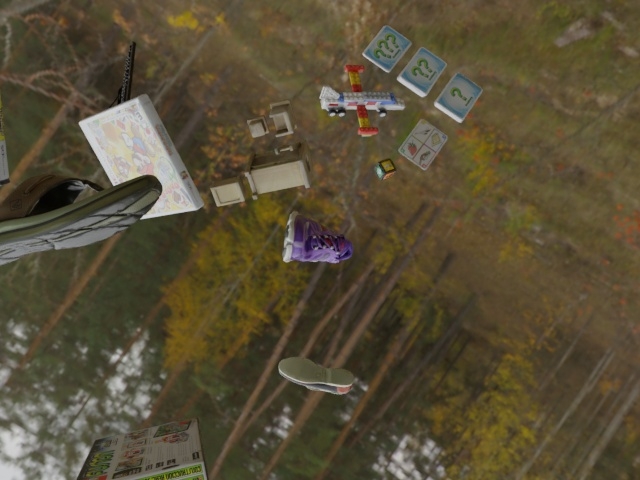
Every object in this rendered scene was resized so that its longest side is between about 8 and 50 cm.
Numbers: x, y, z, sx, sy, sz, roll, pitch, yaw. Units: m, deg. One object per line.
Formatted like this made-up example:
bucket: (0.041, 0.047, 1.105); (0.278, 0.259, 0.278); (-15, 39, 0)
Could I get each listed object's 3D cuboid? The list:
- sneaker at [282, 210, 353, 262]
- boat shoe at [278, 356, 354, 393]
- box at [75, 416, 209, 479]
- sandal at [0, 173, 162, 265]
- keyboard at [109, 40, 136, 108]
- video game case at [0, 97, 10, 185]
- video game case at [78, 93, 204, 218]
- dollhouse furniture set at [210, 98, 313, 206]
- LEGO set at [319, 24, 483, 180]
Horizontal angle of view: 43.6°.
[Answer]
sneaker: (0.000, 0.000, 1.082); (0.071, 0.068, 0.170); (9, -178, 22)
boat shoe: (-0.009, 0.243, 1.418); (0.136, 0.049, 0.043); (12, 143, -3)
box: (-0.166, 0.215, 0.764); (0.207, 0.114, 0.036); (167, 91, -80)
sandal: (-0.339, -0.033, 0.949); (0.120, 0.302, 0.086); (105, 148, -79)
keyboard: (-0.369, -0.271, 1.481); (0.038, 0.192, 0.100); (7, 149, -14)
video game case: (-0.682, -0.223, 1.388); (0.274, 0.248, 0.035); (3, -164, 10)
video game case: (-0.315, -0.137, 1.390); (0.227, 0.026, 0.206); (-6, 116, 49)
dollhouse furniture set: (-0.122, -0.172, 1.481); (0.101, 0.181, 0.161); (-83, -20, -59)
LEGO set: (0.114, -0.201, 1.140); (0.182, 0.244, 0.060); (36, 151, 2)
